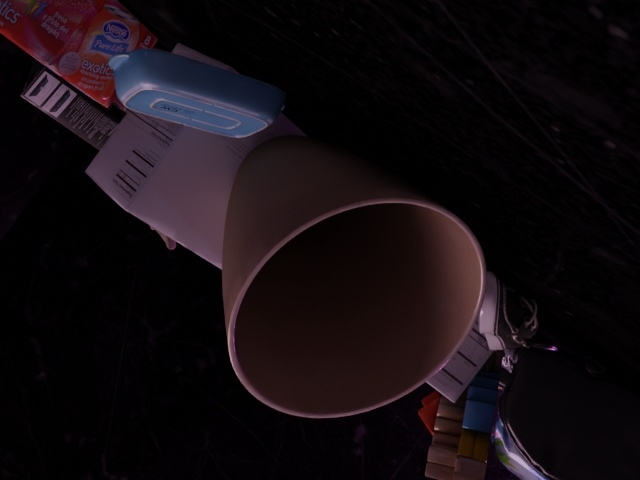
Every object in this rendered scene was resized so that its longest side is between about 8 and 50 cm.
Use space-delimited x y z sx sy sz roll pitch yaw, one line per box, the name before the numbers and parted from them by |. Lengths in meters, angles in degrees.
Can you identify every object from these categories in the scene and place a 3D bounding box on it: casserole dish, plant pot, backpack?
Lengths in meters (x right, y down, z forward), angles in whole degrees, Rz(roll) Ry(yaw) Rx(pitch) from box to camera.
casserole dish | -0.124 -0.144 0.755 0.188 0.037 0.114 13 168 -30
plant pot | 0.000 0.000 0.796 0.256 0.256 0.274 37 -165 -35
backpack | 0.387 0.290 1.105 0.290 0.273 0.355 29 -170 12

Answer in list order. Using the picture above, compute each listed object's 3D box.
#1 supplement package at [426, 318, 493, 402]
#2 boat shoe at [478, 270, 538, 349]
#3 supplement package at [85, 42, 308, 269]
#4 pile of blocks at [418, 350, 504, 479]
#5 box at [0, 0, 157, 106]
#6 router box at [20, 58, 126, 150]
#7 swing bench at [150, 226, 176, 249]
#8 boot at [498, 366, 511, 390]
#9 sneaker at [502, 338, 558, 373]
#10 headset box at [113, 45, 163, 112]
supplement package | 0.129 0.101 1.160 0.204 0.145 0.262 38 178 -18
boat shoe | 0.244 0.092 0.953 0.070 0.077 0.219 -1 161 19
supplement package | -0.144 -0.100 0.941 0.194 0.203 0.149 38 178 -43
pile of blocks | 0.219 0.229 1.152 0.113 0.149 0.362 9 -148 14
box | -0.363 -0.305 0.988 0.257 0.122 0.128 35 178 25
router box | -0.444 -0.308 1.474 0.243 0.081 0.309 37 -157 -30
swing bench | -0.186 -0.077 1.402 0.255 0.165 0.253 3 -172 -21
boot | 0.345 0.220 1.618 0.377 0.138 0.284 29 176 26
sneaker | 0.333 0.185 1.339 0.269 0.101 0.153 30 179 -8
headset box | -0.292 -0.256 1.227 0.293 0.110 0.218 35 179 32
